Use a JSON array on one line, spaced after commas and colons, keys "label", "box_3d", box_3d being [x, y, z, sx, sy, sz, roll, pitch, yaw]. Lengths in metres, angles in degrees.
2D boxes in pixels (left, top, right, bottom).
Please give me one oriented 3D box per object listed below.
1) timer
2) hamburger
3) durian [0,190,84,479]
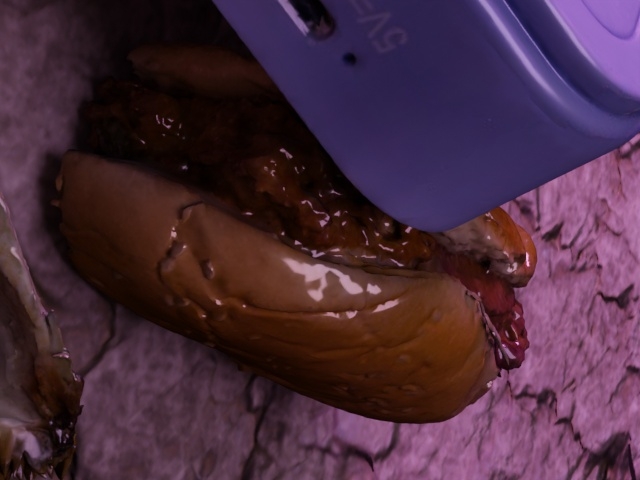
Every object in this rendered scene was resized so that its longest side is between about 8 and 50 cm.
[{"label": "timer", "box_3d": [0.031, -0.219, 1.019, 0.395, 0.173, 0.395, 36, 39, -36]}, {"label": "hamburger", "box_3d": [0.000, 0.000, 1.070, 0.245, 0.282, 0.155, 124, -12, -81]}, {"label": "durian", "box_3d": [-0.182, 0.013, 0.858, 0.144, 0.139, 0.252, -35, 121, -39]}]
